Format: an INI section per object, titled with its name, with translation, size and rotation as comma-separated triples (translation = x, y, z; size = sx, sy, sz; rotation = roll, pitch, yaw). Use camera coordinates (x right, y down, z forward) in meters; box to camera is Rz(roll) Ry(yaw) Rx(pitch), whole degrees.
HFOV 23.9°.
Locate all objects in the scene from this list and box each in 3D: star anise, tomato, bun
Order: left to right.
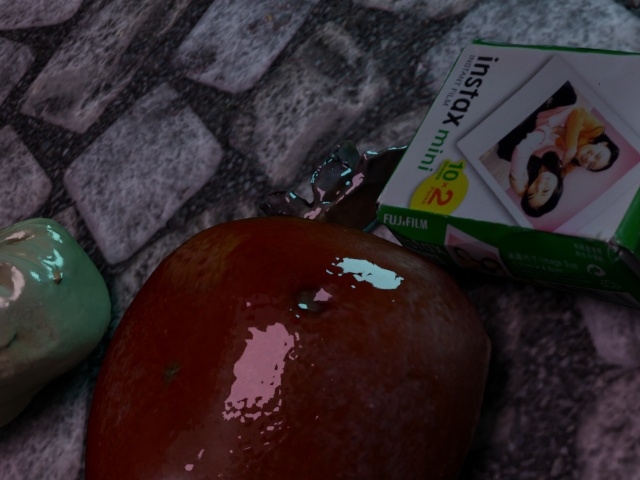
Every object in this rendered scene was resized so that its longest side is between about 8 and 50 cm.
[bun]
translation = -0.310, 0.072, 1.396
size = 0.229, 0.145, 0.229
rotation = -24, 47, 28
[tomato]
translation = -0.060, 0.118, 1.090
size = 0.338, 0.143, 0.338
rotation = -16, 60, 29
[star anise]
translation = -0.012, -0.002, 1.258
size = 0.171, 0.063, 0.208
rotation = -4, 55, 41

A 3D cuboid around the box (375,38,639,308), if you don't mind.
[box]
translation = 0.176, -0.049, 1.105
size = 0.250, 0.103, 0.180
rotation = 12, 65, 45
